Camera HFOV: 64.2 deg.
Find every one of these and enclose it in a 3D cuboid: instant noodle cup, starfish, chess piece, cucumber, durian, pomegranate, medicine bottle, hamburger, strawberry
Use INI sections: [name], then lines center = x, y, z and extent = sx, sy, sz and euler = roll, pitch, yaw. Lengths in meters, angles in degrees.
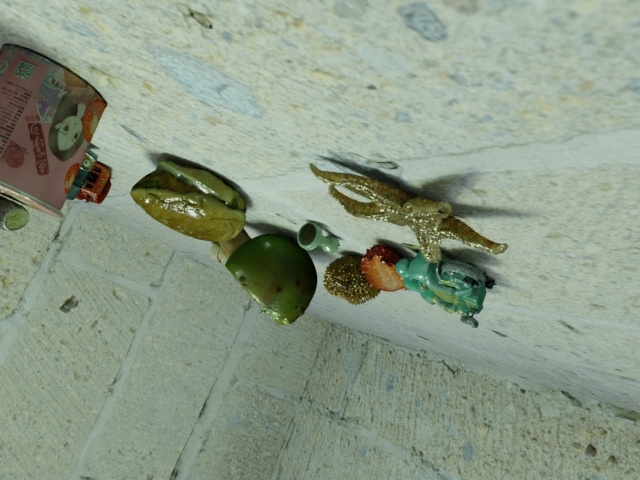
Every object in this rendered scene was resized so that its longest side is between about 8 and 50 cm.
[instant noodle cup]
center = -0.529, -0.193, 0.912
extent = 0.242, 0.231, 0.243
euler = 21, 167, 5
[starfish]
center = 0.143, -0.043, 0.794
extent = 0.299, 0.060, 0.302
euler = 36, 168, -29
[chess piece]
center = 0.000, 0.000, 1.232
extent = 0.067, 0.067, 0.103
euler = 11, 171, 43
[cucumber]
center = -0.617, -0.056, 0.977
extent = 0.111, 0.064, 0.064
euler = 19, 167, 9
[durian]
center = 0.083, 0.105, 1.380
extent = 0.158, 0.137, 0.168
euler = -10, 162, 29
[pomegranate]
center = -0.149, 0.068, 1.491
extent = 0.358, 0.216, 0.310
euler = 50, 174, 13
[medicine bottle]
center = -0.318, 0.069, 1.955
extent = 0.252, 0.114, 0.114
euler = 15, 166, 33
[hamburger]
center = -0.315, -0.085, 1.240
extent = 0.265, 0.134, 0.285
euler = 22, 170, 9
[strawberry]
center = 0.158, 0.056, 1.182
extent = 0.121, 0.082, 0.188
euler = 0, 150, 22

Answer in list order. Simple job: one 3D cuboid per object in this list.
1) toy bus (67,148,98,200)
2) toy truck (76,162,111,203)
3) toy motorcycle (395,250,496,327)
[toy bus]
center = -0.733, -0.205, 1.372
extent = 0.275, 0.167, 0.138
euler = 9, 162, 43
[toy truck]
center = -0.723, -0.180, 1.599
extent = 0.114, 0.108, 0.252
euler = 27, 167, -18
[toy motorcycle]
center = 0.259, 0.098, 1.088
extent = 0.198, 0.109, 0.296
euler = 16, 163, 28
